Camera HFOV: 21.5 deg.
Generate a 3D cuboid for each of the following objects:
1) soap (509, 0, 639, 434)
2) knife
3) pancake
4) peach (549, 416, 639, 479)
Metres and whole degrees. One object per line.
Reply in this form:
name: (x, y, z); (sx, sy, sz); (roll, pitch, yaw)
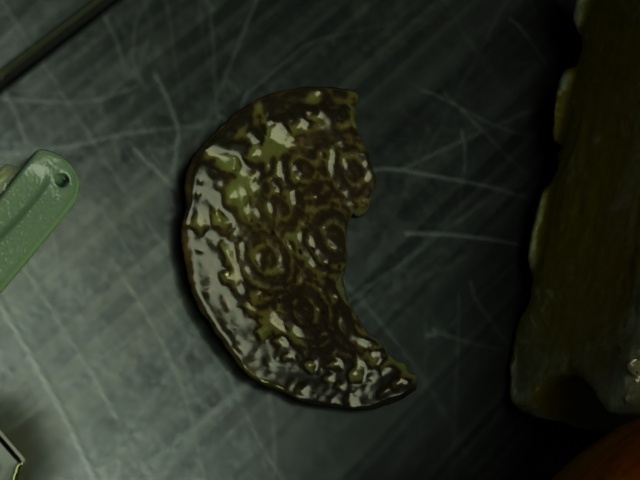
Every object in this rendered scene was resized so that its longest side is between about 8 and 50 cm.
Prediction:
soap: (0.309, -0.004, 1.068); (0.338, 0.169, 0.304); (16, 82, -24)
knife: (-0.185, 0.013, 0.889); (0.044, 0.023, 0.162); (44, 63, -14)
pancake: (0.000, 0.000, 0.991); (0.184, 0.020, 0.190); (31, 67, -17)
peach: (0.218, 0.211, 0.868); (0.289, 0.289, 0.308); (10, 89, -25)
